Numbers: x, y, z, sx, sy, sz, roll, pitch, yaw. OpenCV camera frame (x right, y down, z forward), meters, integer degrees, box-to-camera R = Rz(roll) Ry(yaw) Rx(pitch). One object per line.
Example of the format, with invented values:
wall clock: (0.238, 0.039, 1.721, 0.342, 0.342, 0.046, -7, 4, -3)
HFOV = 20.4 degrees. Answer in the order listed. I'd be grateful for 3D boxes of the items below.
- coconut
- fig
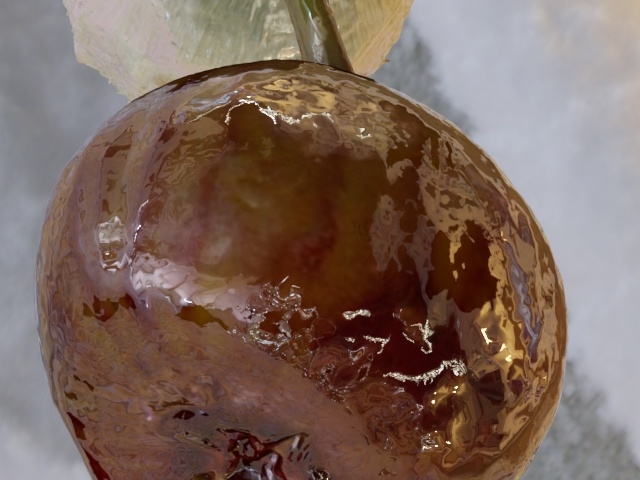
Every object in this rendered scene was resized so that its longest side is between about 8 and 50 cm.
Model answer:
coconut: (-0.040, -0.140, 0.865, 0.194, 0.194, 0.194, 12, 51, -15)
fig: (0.001, 0.008, 0.587, 0.175, 0.175, 0.207, 26, 34, -3)
